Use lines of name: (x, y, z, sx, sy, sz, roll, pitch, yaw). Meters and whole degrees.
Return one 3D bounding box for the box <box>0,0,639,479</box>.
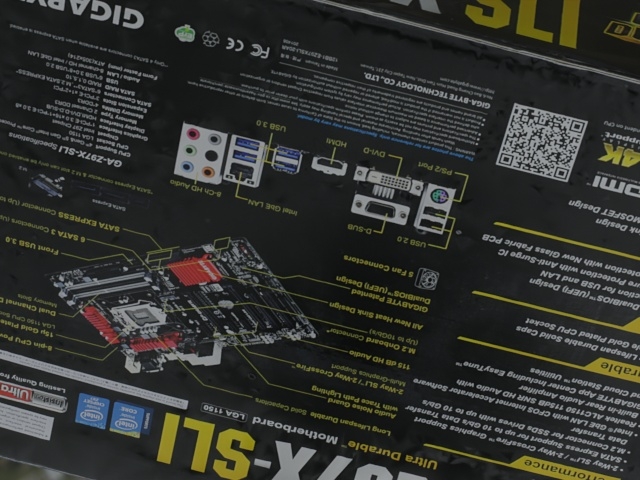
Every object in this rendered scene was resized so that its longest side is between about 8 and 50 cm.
box: (0.000, 0.000, 0.745, 0.079, 0.322, 0.257, -76, 179, -52)
